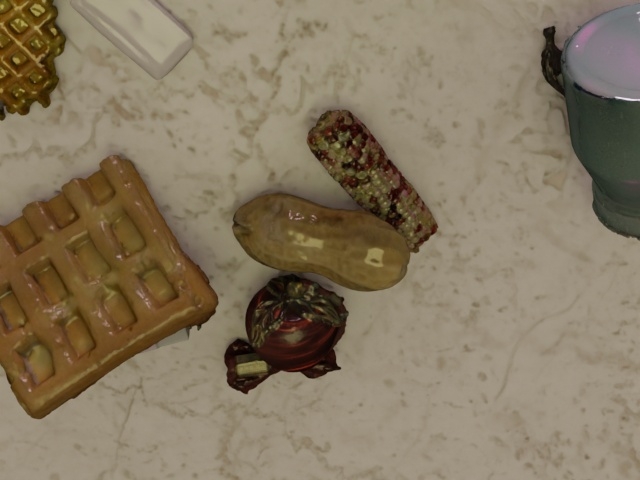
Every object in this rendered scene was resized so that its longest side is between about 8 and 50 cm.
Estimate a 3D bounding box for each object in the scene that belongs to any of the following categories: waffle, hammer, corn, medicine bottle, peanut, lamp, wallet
[{"bbox_3d":[-0.508,-0.301,1.781,0.254,0.052,0.245,7,113,-6],"label":"waffle"},{"bbox_3d":[0.490,-0.288,1.846,0.297,0.027,0.125,-8,111,0],"label":"hammer"},{"bbox_3d":[0.085,-0.091,1.870,0.092,0.092,0.280,-38,110,12],"label":"corn"},{"bbox_3d":[-0.372,0.070,1.840,0.348,0.077,0.304,-32,80,1],"label":"waffle"},{"bbox_3d":[0.486,-0.166,1.757,0.245,0.245,0.290,-14,132,3],"label":"medicine bottle"},{"bbox_3d":[0.000,0.000,1.864,0.290,0.130,0.130,14,112,11],"label":"peanut"},{"bbox_3d":[-0.059,0.156,1.932,0.215,0.151,0.223,-4,114,3],"label":"lamp"},{"bbox_3d":[-0.282,-0.330,1.788,0.095,0.033,0.190,-44,108,12],"label":"wallet"}]

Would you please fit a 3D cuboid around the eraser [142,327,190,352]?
[{"bbox_3d":[-0.316,0.138,1.925,0.210,0.124,0.068,-15,111,3],"label":"eraser"}]
